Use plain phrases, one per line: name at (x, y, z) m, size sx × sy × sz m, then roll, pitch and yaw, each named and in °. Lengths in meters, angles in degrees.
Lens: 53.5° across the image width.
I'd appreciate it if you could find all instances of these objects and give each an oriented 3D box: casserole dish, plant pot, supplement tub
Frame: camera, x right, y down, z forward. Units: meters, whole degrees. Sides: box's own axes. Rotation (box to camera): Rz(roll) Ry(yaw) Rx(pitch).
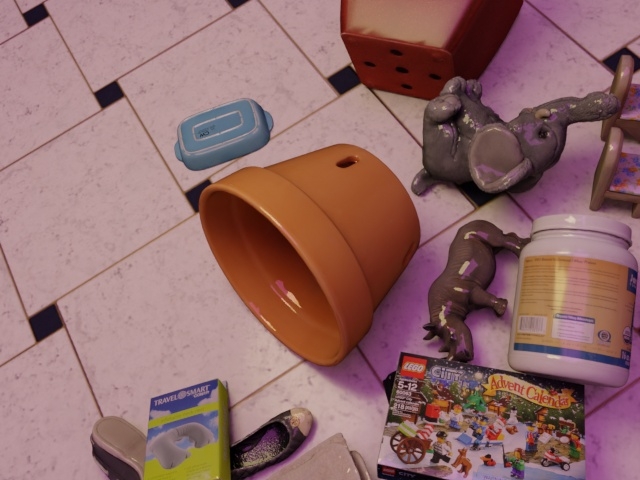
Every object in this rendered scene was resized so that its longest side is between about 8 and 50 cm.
casserole dish at (-0.179, -0.196, 1.138) m, size 0.189 × 0.037 × 0.114 m, roll -19°, pitch 61°, yaw 3°
plant pot at (0.170, -0.380, 1.040) m, size 0.267 × 0.267 × 0.235 m, roll 17°, pitch 80°, yaw 19°
supplement tub at (0.324, 0.078, 0.815) m, size 0.145 × 0.144 × 0.199 m, roll 7°, pitch 79°, yaw 15°
plant pot at (0.000, 0.000, 0.885) m, size 0.203 × 0.290 × 0.291 m, roll -37°, pitch 61°, yaw -26°

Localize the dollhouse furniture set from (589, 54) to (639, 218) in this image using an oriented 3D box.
dollhouse furniture set at (0.552, -0.078, 0.798) m, size 0.362 × 0.256 × 0.394 m, roll 12°, pitch 67°, yaw 17°

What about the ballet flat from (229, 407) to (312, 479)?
ballet flat at (-0.085, 0.287, 0.872) m, size 0.173 × 0.049 × 0.057 m, roll -32°, pitch 63°, yaw -5°

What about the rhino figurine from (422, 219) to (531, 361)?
rhino figurine at (0.211, 0.074, 0.899) m, size 0.106 × 0.073 × 0.243 m, roll 23°, pitch 69°, yaw 15°

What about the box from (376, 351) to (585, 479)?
box at (0.198, 0.233, 0.778) m, size 0.233 × 0.044 × 0.159 m, roll 8°, pitch 49°, yaw 13°

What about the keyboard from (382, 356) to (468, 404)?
keyboard at (0.210, 0.279, 0.786) m, size 0.202 × 0.033 × 0.317 m, roll -11°, pitch 48°, yaw -4°

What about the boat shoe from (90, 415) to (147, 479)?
boat shoe at (-0.244, 0.332, 0.892) m, size 0.206 × 0.075 × 0.064 m, roll 34°, pitch 118°, yaw 19°

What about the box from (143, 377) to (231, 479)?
box at (-0.181, 0.267, 0.872) m, size 0.109 × 0.042 × 0.178 m, roll -17°, pitch 40°, yaw 4°

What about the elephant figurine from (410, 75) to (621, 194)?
elephant figurine at (0.274, -0.137, 0.932) m, size 0.239 × 0.186 × 0.169 m, roll 32°, pitch 59°, yaw 33°

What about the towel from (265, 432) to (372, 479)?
towel at (0.003, 0.384, 0.742) m, size 0.187 × 0.049 × 0.282 m, roll -37°, pitch 40°, yaw 12°
